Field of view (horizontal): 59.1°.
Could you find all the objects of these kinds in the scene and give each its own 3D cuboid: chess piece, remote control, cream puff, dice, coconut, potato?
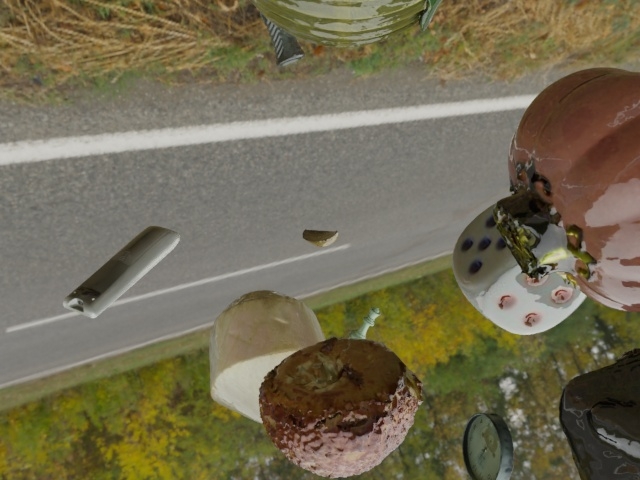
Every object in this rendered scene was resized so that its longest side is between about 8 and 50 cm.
[{"bbox_3d":[0.102,0.185,1.245,0.093,0.042,0.042,-57,156,18],"label":"chess piece"},{"bbox_3d":[-0.480,0.059,1.375,0.109,0.055,0.313,14,-138,26],"label":"remote control"},{"bbox_3d":[0.032,0.241,0.827,0.239,0.164,0.240,-17,-166,4],"label":"cream puff"},{"bbox_3d":[0.384,0.050,1.087,0.193,0.194,0.192,29,118,-21],"label":"dice"},{"bbox_3d":[-0.110,0.285,1.299,0.328,0.329,0.329,-20,169,-4],"label":"coconut"},{"bbox_3d":[0.000,0.001,1.230,0.093,0.036,0.037,4,-130,40],"label":"potato"}]

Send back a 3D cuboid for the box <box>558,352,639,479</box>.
[{"bbox_3d":[0.407,0.236,0.446,0.090,0.360,0.350,10,144,-44],"label":"box"}]

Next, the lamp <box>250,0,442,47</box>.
[{"bbox_3d":[0.021,-0.320,0.511,0.250,0.250,0.284,-20,159,-4],"label":"lamp"}]

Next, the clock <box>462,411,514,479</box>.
[{"bbox_3d":[0.189,0.239,0.644,0.017,0.085,0.085,8,160,-15],"label":"clock"}]

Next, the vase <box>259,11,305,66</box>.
[{"bbox_3d":[-0.109,-0.541,1.341,0.115,0.238,0.115,-20,-170,4],"label":"vase"}]

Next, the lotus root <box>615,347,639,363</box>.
[{"bbox_3d":[0.542,0.322,0.891,0.182,0.310,0.183,-9,152,-5],"label":"lotus root"}]

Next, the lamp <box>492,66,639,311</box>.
[{"bbox_3d":[0.340,-0.050,0.682,0.239,0.306,0.305,-28,169,3],"label":"lamp"}]
